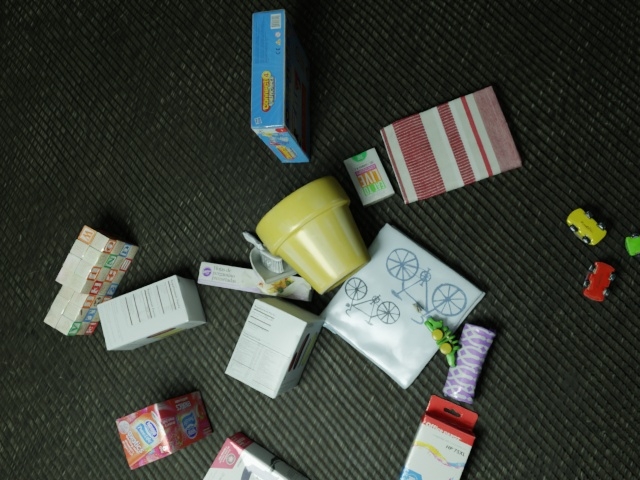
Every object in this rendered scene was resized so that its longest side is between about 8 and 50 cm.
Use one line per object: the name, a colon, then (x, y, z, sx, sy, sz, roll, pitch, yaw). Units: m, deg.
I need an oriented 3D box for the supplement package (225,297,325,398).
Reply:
supplement package: (-0.112, 0.271, 1.498, 0.149, 0.194, 0.203, 23, 92, 15)

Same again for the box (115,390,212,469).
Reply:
box: (-0.397, 0.484, 1.497, 0.122, 0.257, 0.128, -23, 78, 8)

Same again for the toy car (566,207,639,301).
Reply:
toy car: (0.755, 0.023, 1.459, 0.224, 0.053, 0.239, -11, 80, 8)

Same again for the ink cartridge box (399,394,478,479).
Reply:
ink cartridge box: (0.300, 0.526, 1.454, 0.134, 0.078, 0.231, 21, 85, 13)

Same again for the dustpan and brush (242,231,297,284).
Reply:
dustpan and brush: (-0.156, 0.036, 1.609, 0.211, 0.147, 0.060, 29, 127, 42)

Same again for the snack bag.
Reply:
snack bag: (0.210, 0.179, 1.546, 0.323, 0.037, 0.343, 37, 92, 14)

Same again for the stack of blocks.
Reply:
stack of blocks: (-0.662, 0.119, 1.646, 0.087, 0.171, 0.297, 27, 88, 13)

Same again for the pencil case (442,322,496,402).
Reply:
pencil case: (0.382, 0.315, 1.470, 0.088, 0.086, 0.206, 20, 87, -22)

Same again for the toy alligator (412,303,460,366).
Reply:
toy alligator: (0.305, 0.230, 1.469, 0.051, 0.056, 0.190, -32, 72, 6)

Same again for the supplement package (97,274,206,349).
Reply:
supplement package: (-0.469, 0.205, 1.613, 0.244, 0.139, 0.134, -21, 77, 7)

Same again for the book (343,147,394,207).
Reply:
book: (0.136, -0.176, 1.617, 0.096, 0.035, 0.144, -24, 77, 2)

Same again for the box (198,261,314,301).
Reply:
box: (-0.178, 0.115, 1.611, 0.323, 0.067, 0.063, 8, 83, 12)

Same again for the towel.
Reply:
towel: (0.354, -0.258, 1.587, 0.328, 0.037, 0.237, -19, 81, 9)

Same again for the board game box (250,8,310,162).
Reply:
board game box: (-0.100, -0.399, 1.554, 0.086, 0.302, 0.308, -2, 81, 11)

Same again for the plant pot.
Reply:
plant pot: (0.000, 0.000, 1.506, 0.254, 0.254, 0.239, -36, 82, 3)

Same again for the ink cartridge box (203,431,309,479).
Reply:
ink cartridge box: (-0.175, 0.648, 1.511, 0.237, 0.100, 0.172, 30, 88, 13)
